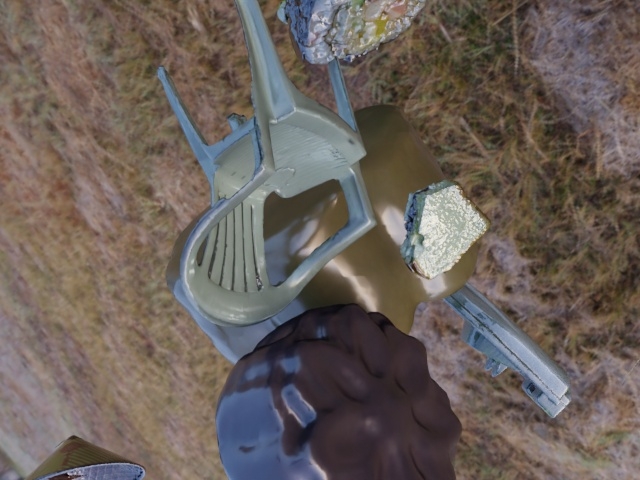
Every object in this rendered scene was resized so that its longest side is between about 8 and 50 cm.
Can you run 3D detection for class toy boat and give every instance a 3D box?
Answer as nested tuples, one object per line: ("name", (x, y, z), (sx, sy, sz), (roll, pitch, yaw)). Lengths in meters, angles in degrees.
("toy boat", (0.284, 0.160, 1.131), (0.319, 0.092, 0.141), (44, -177, 0))

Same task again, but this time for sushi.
("sushi", (0.056, -0.612, 1.547), (0.328, 0.328, 0.285), (84, 163, -72))

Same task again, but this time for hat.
("hat", (-0.357, 0.324, 0.977), (0.193, 0.193, 0.082), (101, 153, -55))

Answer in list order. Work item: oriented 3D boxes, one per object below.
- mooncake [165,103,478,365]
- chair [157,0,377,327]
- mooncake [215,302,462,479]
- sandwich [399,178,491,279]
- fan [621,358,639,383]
("mooncake", (0.000, 0.000, 1.046), (0.467, 0.467, 0.262), (1, 130, 55))
("chair", (-0.058, -0.074, 0.695), (0.191, 0.203, 0.274), (-30, 61, 23))
("mooncake", (0.035, 0.204, 0.714), (0.141, 0.283, 0.283), (-38, 91, 37))
("sandwich", (0.125, -0.012, 0.730), (0.093, 0.105, 0.036), (38, -177, -26))
("fan", (0.645, 0.139, 1.225), (0.009, 0.329, 0.190), (36, 160, 27))
